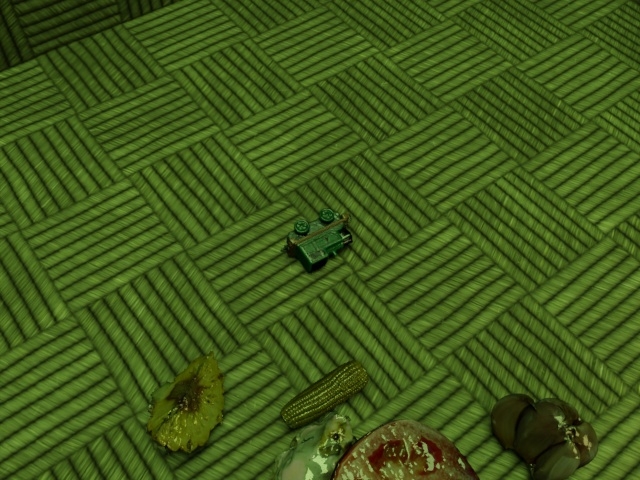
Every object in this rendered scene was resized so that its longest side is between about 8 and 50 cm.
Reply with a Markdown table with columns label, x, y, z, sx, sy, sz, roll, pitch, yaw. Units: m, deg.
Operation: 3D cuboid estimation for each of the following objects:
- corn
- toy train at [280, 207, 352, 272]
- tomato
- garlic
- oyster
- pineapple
| label | x | y | z | sx | sy | sz | roll | pitch | yaw |
| --- | --- | --- | --- | --- | --- | --- | --- | --- | --- |
| corn | 0.010 | 0.363 | 1.573 | 0.231 | 0.080 | 0.080 | -30 | 61 | -17 |
| toy train | 0.000 | 0.000 | 1.828 | 0.227 | 0.091 | 0.136 | -24 | 69 | -20 |
| tomato | 0.164 | 0.548 | 1.390 | 0.338 | 0.144 | 0.338 | 8 | 58 | -13 |
| garlic | 0.506 | 0.427 | 1.498 | 0.160 | 0.191 | 0.214 | 0 | 38 | -33 |
| oyster | -0.027 | 0.538 | 1.438 | 0.201 | 0.107 | 0.354 | 45 | 50 | -1 |
| pineapple | -0.317 | 0.396 | 1.534 | 0.164 | 0.140 | 0.250 | -22 | 27 | 32 |
